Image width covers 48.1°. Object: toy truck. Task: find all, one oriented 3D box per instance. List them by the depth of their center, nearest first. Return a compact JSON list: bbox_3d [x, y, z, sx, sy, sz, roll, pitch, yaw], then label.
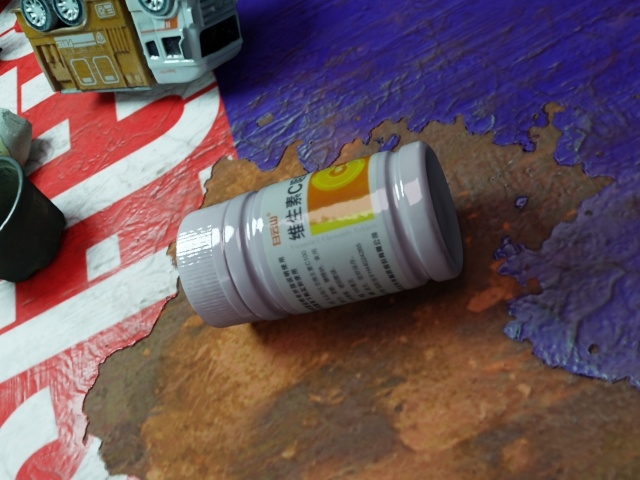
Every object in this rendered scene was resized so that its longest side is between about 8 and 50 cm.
[{"bbox_3d":[-0.253,-0.283,0.974,0.305,0.162,0.136,4,32,29],"label":"toy truck"}]

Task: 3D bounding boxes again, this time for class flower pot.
[{"bbox_3d":[-0.409,-0.019,0.932,0.157,0.107,0.158,-13,59,23],"label":"flower pot"}]

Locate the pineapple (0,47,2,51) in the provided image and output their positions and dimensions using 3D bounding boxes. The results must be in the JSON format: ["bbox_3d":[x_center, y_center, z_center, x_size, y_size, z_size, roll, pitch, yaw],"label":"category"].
[{"bbox_3d":[-0.690,-0.356,1.270,0.340,0.169,0.169,4,63,22],"label":"pineapple"}]

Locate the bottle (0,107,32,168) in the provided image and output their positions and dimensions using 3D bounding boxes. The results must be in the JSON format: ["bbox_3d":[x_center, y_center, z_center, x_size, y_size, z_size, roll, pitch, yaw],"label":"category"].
[{"bbox_3d":[-0.483,-0.058,1.011,0.083,0.083,0.270,-1,64,27],"label":"bottle"}]

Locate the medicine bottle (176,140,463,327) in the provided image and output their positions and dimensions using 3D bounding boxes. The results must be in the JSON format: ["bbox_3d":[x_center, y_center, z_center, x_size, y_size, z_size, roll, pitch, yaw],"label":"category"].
[{"bbox_3d":[0.000,0.000,0.689,0.249,0.133,0.133,-15,55,21],"label":"medicine bottle"}]
